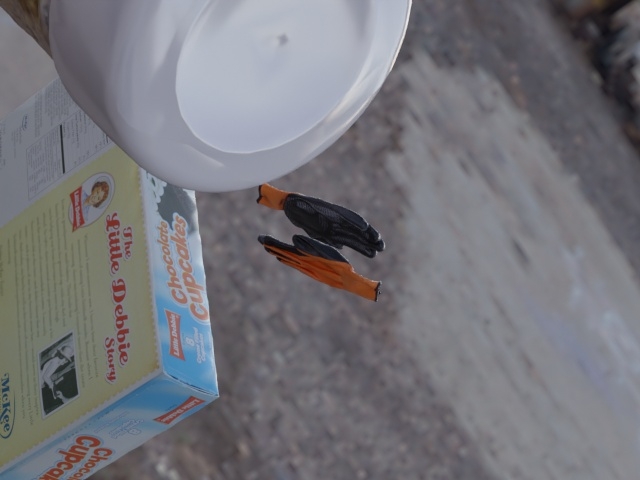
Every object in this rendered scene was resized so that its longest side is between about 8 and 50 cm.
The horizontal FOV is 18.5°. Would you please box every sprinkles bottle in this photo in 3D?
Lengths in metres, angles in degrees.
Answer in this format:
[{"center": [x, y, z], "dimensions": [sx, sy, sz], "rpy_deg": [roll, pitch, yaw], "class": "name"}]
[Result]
[{"center": [-0.112, -0.158, 0.762], "dimensions": [0.355, 0.121, 0.121], "rpy_deg": [44, 4, 39], "class": "sprinkles bottle"}]

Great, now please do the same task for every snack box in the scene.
[{"center": [-0.174, 0.013, 1.466], "dimensions": [0.060, 0.187, 0.322], "rpy_deg": [28, 41, -41], "class": "snack box"}]

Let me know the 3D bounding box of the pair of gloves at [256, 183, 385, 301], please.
[{"center": [0.000, 0.000, 1.047], "dimensions": [0.074, 0.010, 0.083], "rpy_deg": [23, -27, 11], "class": "pair of gloves"}]
